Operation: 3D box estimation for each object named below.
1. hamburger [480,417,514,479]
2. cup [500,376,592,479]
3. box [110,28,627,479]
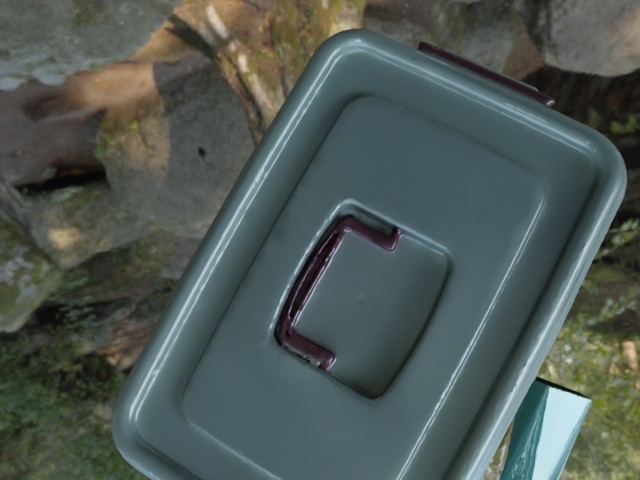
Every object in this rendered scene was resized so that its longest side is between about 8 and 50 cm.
[{"bbox_3d":[0.115,0.199,0.787,0.122,0.189,0.215,17,-176,-8],"label":"hamburger"},{"bbox_3d":[0.271,0.304,1.015,0.134,0.235,0.148,20,-179,14],"label":"cup"},{"bbox_3d":[0.031,0.043,0.452,0.193,0.294,0.167,28,175,11],"label":"box"}]
